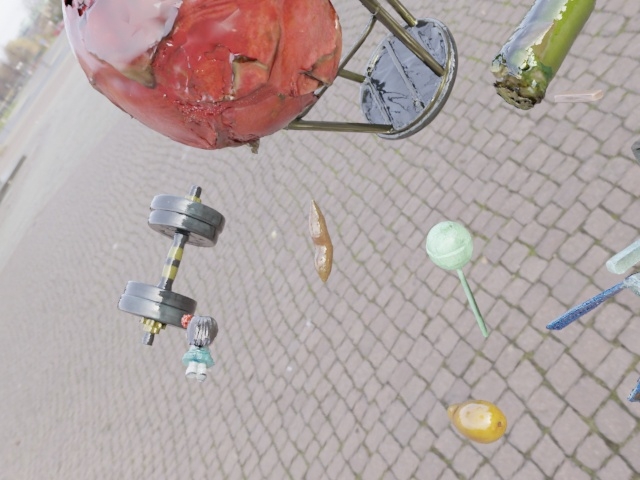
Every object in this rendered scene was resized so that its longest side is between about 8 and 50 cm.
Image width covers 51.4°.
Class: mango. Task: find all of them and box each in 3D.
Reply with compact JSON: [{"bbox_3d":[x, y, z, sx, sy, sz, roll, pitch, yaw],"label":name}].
[{"bbox_3d":[0.324,0.379,1.395,0.184,0.102,0.085,134,161,-72],"label":"mango"}]

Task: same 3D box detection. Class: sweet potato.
[{"bbox_3d":[0.002,0.000,1.741,0.051,0.065,0.218,-7,93,33],"label":"sweet potato"}]

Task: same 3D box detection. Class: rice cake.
[{"bbox_3d":[0.593,0.001,1.196,0.180,0.030,0.042,-36,7,-1],"label":"rice cake"}]

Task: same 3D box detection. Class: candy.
[{"bbox_3d":[0.392,0.123,1.792,0.119,0.440,0.119,-18,37,15],"label":"candy"}]

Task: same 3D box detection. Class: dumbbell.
[{"bbox_3d":[-0.344,0.054,1.551,0.185,0.185,0.388,-5,66,57],"label":"dumbbell"}]

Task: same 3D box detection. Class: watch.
[{"bbox_3d":[0.678,0.183,1.522,0.276,0.068,0.275,46,138,41],"label":"watch"}]

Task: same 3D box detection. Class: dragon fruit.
[{"bbox_3d":[-0.125,-0.255,0.749,0.295,0.301,0.296,-26,50,37],"label":"dragon fruit"}]

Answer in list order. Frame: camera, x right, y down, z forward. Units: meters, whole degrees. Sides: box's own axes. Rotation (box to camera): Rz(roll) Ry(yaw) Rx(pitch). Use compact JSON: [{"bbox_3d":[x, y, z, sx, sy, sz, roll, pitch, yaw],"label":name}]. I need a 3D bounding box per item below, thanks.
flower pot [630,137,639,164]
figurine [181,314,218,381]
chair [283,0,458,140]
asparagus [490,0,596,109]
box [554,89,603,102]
[{"bbox_3d":[0.572,-0.085,0.977,0.108,0.229,0.103,-34,-12,11],"label":"flower pot"},{"bbox_3d":[-0.191,0.164,1.032,0.047,0.060,0.106,94,177,-54],"label":"figurine"},{"bbox_3d":[0.070,-0.426,1.483,0.362,0.410,0.365,-48,45,31],"label":"chair"},{"bbox_3d":[0.435,-0.413,1.217,0.382,0.108,0.128,-56,10,-11],"label":"asparagus"},{"bbox_3d":[0.660,-0.367,1.702,0.048,0.025,0.115,-30,24,-31],"label":"box"}]
